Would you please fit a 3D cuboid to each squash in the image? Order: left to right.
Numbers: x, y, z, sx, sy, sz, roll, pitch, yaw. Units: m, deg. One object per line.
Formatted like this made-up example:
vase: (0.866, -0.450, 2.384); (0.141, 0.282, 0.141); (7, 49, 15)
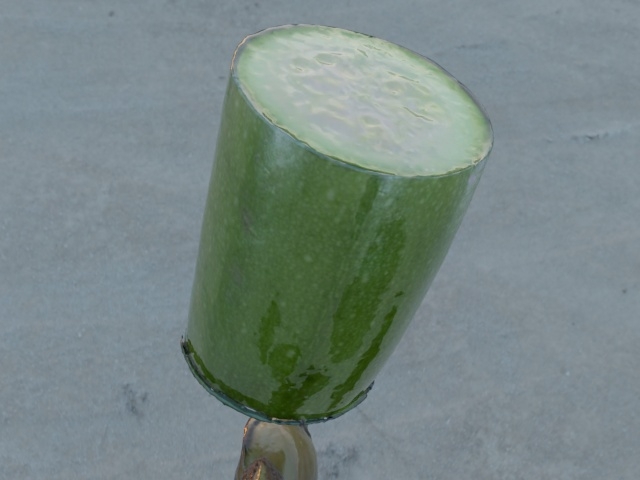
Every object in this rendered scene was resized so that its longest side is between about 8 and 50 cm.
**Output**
squash: (0.000, 0.000, 0.773); (0.263, 0.384, 0.263); (11, 40, -9)

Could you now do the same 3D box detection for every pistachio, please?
pistachio: (-0.069, 0.341, 1.092); (0.130, 0.165, 0.210); (-20, 27, 29)

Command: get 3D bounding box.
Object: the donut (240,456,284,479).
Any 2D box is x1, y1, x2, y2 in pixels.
donut: (-0.087, 0.378, 0.901); (0.151, 0.295, 0.112); (29, 43, -15)
